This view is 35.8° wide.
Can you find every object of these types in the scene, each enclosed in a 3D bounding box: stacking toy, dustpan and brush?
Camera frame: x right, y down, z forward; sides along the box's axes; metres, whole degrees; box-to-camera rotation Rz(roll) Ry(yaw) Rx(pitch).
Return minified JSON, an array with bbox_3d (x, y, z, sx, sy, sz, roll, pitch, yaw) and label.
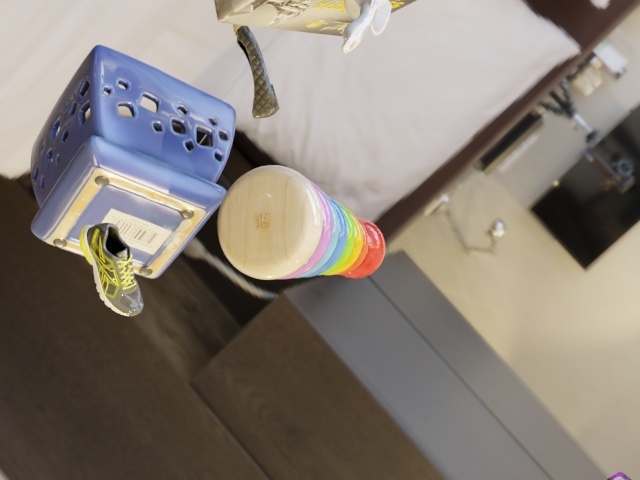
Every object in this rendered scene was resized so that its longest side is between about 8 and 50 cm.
[{"bbox_3d":[0.000,0.000,1.332,0.141,0.141,0.330,-44,156,13],"label":"stacking toy"},{"bbox_3d":[0.058,-0.268,1.078,0.211,0.060,0.147,-49,158,-37],"label":"dustpan and brush"}]

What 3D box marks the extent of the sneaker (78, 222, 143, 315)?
[{"bbox_3d":[-0.165,0.023,0.799,0.035,0.083,0.031,-19,-167,42],"label":"sneaker"}]

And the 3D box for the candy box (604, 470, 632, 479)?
[{"bbox_3d":[0.438,0.440,1.369,0.159,0.233,0.071,-25,122,-19],"label":"candy box"}]

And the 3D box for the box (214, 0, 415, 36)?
[{"bbox_3d":[0.008,-0.322,1.255,0.231,0.056,0.183,-4,171,-44],"label":"box"}]

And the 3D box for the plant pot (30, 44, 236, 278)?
[{"bbox_3d":[-0.267,-0.092,1.391,0.236,0.236,0.212,-46,-145,35],"label":"plant pot"}]

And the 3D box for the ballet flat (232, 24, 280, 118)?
[{"bbox_3d":[-0.114,-0.284,1.618,0.049,0.173,0.057,-19,176,0],"label":"ballet flat"}]
